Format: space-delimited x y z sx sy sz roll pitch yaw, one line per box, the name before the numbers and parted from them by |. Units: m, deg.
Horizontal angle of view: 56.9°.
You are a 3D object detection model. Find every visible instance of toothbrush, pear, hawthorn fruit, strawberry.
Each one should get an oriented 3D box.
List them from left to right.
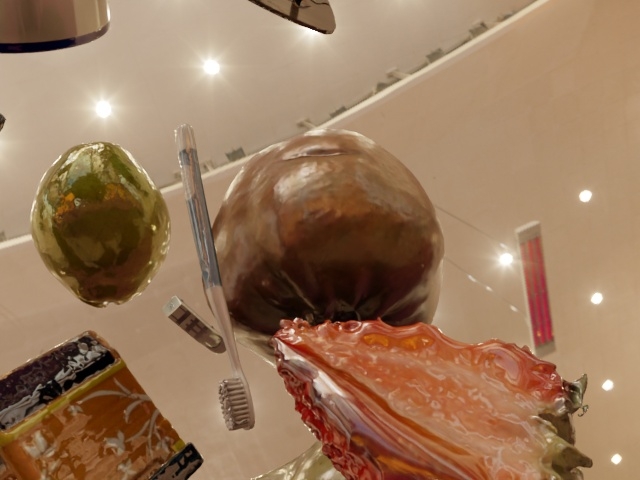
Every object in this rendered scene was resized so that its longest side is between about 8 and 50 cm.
pear | -0.351 -0.027 0.953 0.213 0.212 0.268 -7 -88 -17
toothbrush | -0.095 0.021 0.496 0.019 0.275 0.025 -28 -21 35
hawthorn fruit | 0.000 0.000 0.688 0.268 0.300 0.267 -2 -53 -3
strawberry | 0.063 0.140 0.406 0.228 0.174 0.097 12 -57 7

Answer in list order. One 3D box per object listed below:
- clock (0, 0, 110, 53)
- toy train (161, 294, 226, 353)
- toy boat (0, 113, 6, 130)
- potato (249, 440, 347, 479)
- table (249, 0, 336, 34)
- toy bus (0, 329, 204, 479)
clock | -0.366 -0.289 0.679 0.231 0.230 0.083 -6 -53 -17
toy train | -0.298 0.225 1.471 0.052 0.051 0.234 -44 -51 -8
toy boat | -0.502 -0.178 0.855 0.083 0.038 0.038 11 -74 -20
potato | 0.005 0.308 0.550 0.351 0.202 0.218 -33 -93 29
table | -0.051 -0.578 1.028 0.318 0.317 0.249 16 -50 -24
toy bus | -0.292 0.245 0.556 0.323 0.162 0.194 -37 -91 27
